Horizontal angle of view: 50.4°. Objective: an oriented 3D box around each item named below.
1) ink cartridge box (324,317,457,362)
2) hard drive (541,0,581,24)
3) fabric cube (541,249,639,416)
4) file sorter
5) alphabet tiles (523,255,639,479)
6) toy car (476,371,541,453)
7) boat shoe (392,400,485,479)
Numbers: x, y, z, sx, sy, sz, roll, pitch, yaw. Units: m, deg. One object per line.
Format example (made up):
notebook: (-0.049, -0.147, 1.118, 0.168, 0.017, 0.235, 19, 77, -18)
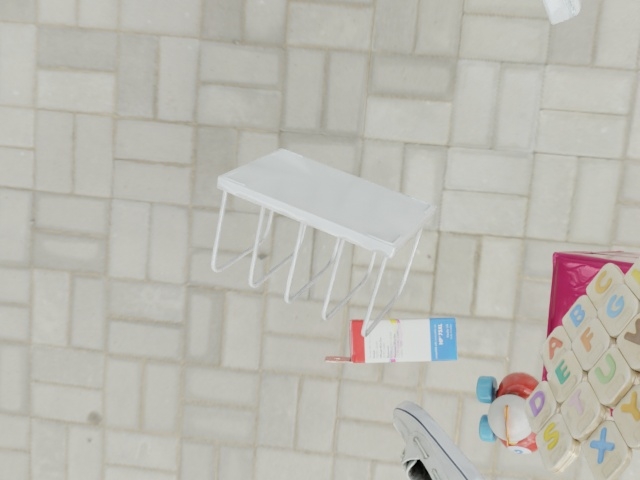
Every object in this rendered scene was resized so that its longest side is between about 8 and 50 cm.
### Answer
ink cartridge box: (0.122, 0.181, 1.238, 0.231, 0.134, 0.077, -1, 83, 1)
hard drive: (0.283, -0.507, 0.932, 0.047, 0.233, 0.353, -13, 128, 34)
fabric cube: (0.551, 0.152, 1.118, 0.258, 0.259, 0.253, 10, 98, 48)
file sorter: (0.000, 0.000, 1.041, 0.278, 0.193, 0.173, 22, 118, 18)
alphabet tiles: (0.347, 0.147, 0.830, 0.021, 0.278, 0.284, 26, 113, -7)
toy car: (0.483, 0.454, 1.692, 0.219, 0.238, 0.210, -1, 96, 29)
boat shoe: (0.176, 0.364, 1.120, 0.088, 0.267, 0.096, -26, 122, -13)
